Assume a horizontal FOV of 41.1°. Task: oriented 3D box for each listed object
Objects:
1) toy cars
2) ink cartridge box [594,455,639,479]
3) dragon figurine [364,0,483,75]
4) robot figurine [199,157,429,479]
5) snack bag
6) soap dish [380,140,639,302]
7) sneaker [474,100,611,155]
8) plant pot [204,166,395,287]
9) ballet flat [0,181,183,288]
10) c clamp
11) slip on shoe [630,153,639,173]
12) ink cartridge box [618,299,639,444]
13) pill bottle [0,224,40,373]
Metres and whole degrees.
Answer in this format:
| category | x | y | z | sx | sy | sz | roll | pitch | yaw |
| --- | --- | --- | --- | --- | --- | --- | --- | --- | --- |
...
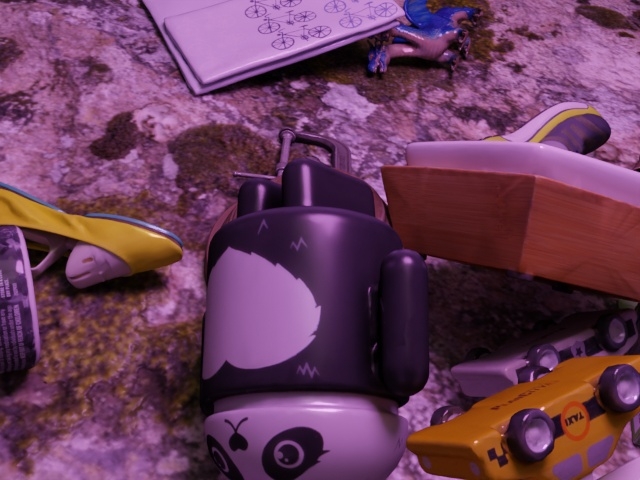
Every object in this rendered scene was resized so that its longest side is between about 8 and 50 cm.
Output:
| category | x | y | z | sx | sy | sz | roll | pitch | yaw |
| --- | --- | --- | --- | --- | --- | --- | --- | --- | --- |
| toy cars | 0.195 | 0.139 | 0.729 | 0.176 | 0.087 | 0.393 | -16 | 1 | 19 |
| ink cartridge box | 0.263 | 0.310 | 0.606 | 0.207 | 0.117 | 0.283 | -16 | 49 | -28 |
| dragon figurine | 0.166 | -0.335 | 1.326 | 0.144 | 0.085 | 0.289 | 23 | 44 | 12 |
| robot figurine | -0.014 | 0.076 | 0.711 | 0.173 | 0.209 | 0.278 | 2 | 71 | -6 |
| snack bag | -0.092 | -0.367 | 1.276 | 0.323 | 0.037 | 0.342 | -22 | 50 | -12 |
| soap dish | 0.231 | -0.011 | 0.841 | 0.290 | 0.118 | 0.229 | 13 | -1 | -30 |
| sneaker | 0.275 | -0.080 | 1.073 | 0.300 | 0.111 | 0.121 | -27 | 68 | -32 |
| plant pot | 0.000 | 0.000 | 0.895 | 0.237 | 0.110 | 0.237 | 8 | 42 | -7 |
| ballet flat | -0.255 | 0.006 | 0.864 | 0.231 | 0.077 | 0.077 | 16 | 62 | 8 |
| c clamp | -0.025 | -0.104 | 1.053 | 0.137 | 0.022 | 0.161 | 13 | 30 | 0 |
| slip on shoe | 0.435 | -0.088 | 1.148 | 0.041 | 0.051 | 0.135 | 17 | 49 | 1 |
| ink cartridge box | 0.378 | 0.124 | 0.884 | 0.109 | 0.062 | 0.209 | 14 | 41 | 2 |
| pill bottle | -0.370 | 0.064 | 0.714 | 0.245 | 0.130 | 0.130 | -8 | 45 | -22 |
